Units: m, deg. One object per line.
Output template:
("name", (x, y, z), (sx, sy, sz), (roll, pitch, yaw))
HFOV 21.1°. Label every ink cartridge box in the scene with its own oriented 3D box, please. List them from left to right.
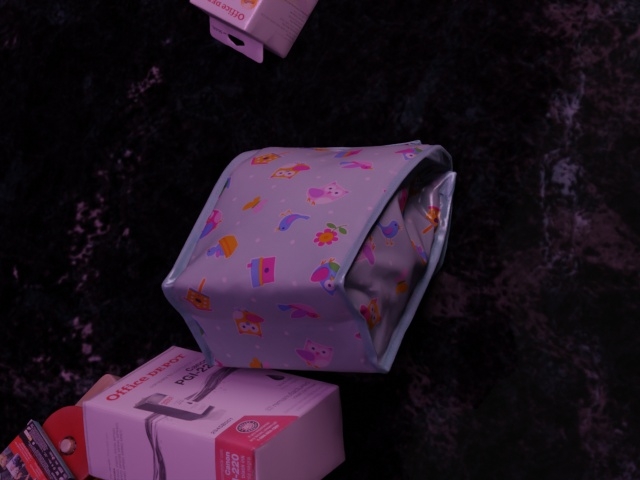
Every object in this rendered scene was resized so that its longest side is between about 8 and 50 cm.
("ink cartridge box", (-0.108, 0.192, 1.728), (0.218, 0.158, 0.092), (9, 114, 32))
("ink cartridge box", (-0.066, -0.277, 1.891), (0.092, 0.090, 0.143), (30, 91, 33))

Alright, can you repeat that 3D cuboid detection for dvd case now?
("dvd case", (-0.321, 0.262, 1.818), (0.119, 0.013, 0.087), (-46, 58, 9))

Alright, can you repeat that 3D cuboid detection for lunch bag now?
("lunch bag", (0.000, 0.000, 1.729), (0.223, 0.160, 0.262), (-1, 42, 30))

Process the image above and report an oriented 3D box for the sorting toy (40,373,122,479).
("sorting toy", (-0.261, 0.312, 1.830), (0.257, 0.089, 0.255), (-47, 58, 11))
